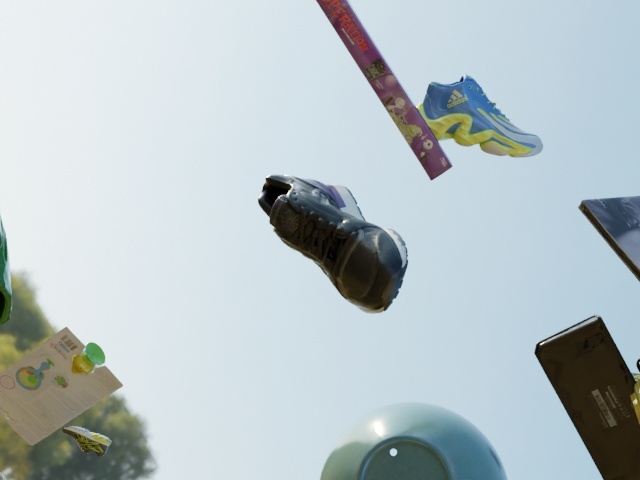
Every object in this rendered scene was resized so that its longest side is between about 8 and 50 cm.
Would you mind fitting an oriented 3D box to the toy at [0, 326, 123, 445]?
[{"bbox_3d":[-0.445,0.235,1.833,0.237,0.056,0.137,-33,-73,29],"label":"toy"}]

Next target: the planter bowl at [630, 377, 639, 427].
[{"bbox_3d":[0.345,0.179,1.021,0.217,0.090,0.217,-19,90,-78],"label":"planter bowl"}]

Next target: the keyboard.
[{"bbox_3d":[0.308,0.163,1.135,0.180,0.108,0.023,60,18,-6],"label":"keyboard"}]

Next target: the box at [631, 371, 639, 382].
[{"bbox_3d":[0.607,0.321,2.219,0.094,0.027,0.137,9,-52,31],"label":"box"}]

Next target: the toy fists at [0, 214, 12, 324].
[{"bbox_3d":[-0.418,-0.018,1.290,0.279,0.096,0.142,102,-22,-55],"label":"toy fists"}]

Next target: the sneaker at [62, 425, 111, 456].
[{"bbox_3d":[-0.383,0.326,1.790,0.083,0.035,0.031,18,-6,8],"label":"sneaker"}]

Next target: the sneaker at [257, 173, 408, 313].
[{"bbox_3d":[0.000,0.000,1.348,0.107,0.124,0.283,-66,-151,13],"label":"sneaker"}]

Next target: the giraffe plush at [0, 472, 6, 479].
[{"bbox_3d":[-0.568,0.389,1.558,0.171,0.210,0.181,26,-21,4],"label":"giraffe plush"}]

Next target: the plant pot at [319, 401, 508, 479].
[{"bbox_3d":[0.129,0.360,1.583,0.290,0.290,0.195,51,-6,20],"label":"plant pot"}]

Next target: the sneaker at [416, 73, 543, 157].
[{"bbox_3d":[0.285,-0.222,1.937,0.091,0.240,0.126,-107,-153,-75],"label":"sneaker"}]

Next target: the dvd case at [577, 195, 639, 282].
[{"bbox_3d":[0.449,0.024,1.406,0.221,0.165,0.018,58,-44,32],"label":"dvd case"}]

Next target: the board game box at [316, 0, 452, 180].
[{"bbox_3d":[0.105,-0.257,1.788,0.346,0.056,0.208,57,13,-2],"label":"board game box"}]
